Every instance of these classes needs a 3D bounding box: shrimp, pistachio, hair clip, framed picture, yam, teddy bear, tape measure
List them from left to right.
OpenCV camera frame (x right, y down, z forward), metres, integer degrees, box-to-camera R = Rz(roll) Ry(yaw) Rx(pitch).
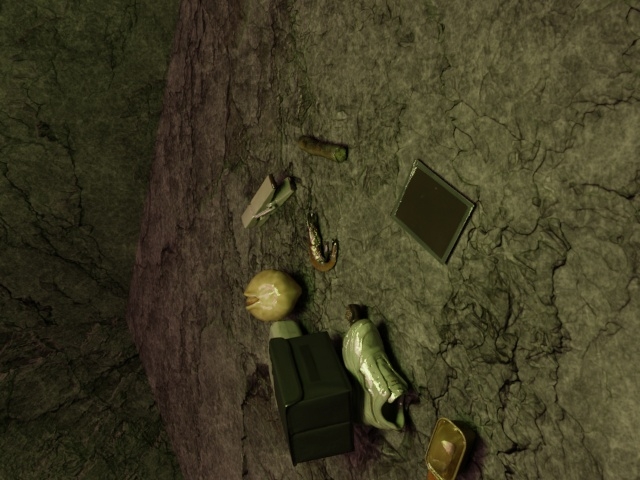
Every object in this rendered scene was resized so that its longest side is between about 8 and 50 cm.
[{"bbox_3d":[-0.216,-0.149,2.188,0.331,0.101,0.085,-45,61,48],"label":"hair clip"},{"bbox_3d":[-0.186,0.206,2.081,0.318,0.213,0.194,162,100,-72],"label":"pistachio"},{"bbox_3d":[-0.127,0.449,2.031,0.265,0.130,0.258,-120,30,-56],"label":"tape measure"},{"bbox_3d":[-0.001,-0.317,1.897,0.252,0.061,0.061,29,116,52],"label":"yam"},{"bbox_3d":[0.000,0.000,1.930,0.152,0.046,0.220,-17,82,55],"label":"shrimp"},{"bbox_3d":[0.115,0.281,1.769,0.119,0.077,0.161,-88,2,-70],"label":"teddy bear"},{"bbox_3d":[0.302,-0.081,1.519,0.252,0.014,0.197,50,131,41],"label":"framed picture"}]

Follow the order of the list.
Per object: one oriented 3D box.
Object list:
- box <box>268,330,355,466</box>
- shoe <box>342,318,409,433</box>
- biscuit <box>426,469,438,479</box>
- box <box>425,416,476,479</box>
[{"bbox_3d":[-0.033,0.490,1.755,0.345,0.204,0.251,-120,23,-63],"label":"box"},{"bbox_3d":[0.181,0.408,1.640,0.210,0.132,0.342,4,101,53],"label":"shoe"},{"bbox_3d":[0.325,0.690,1.507,0.130,0.019,0.102,-177,86,-74],"label":"biscuit"},{"bbox_3d":[0.337,0.549,1.441,0.111,0.111,0.177,37,122,48],"label":"box"}]
